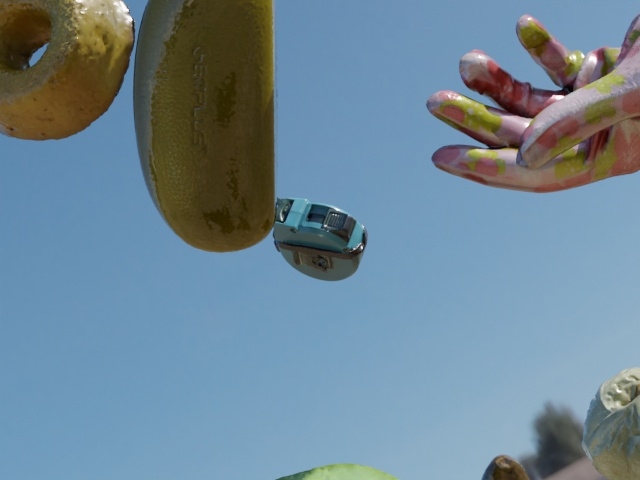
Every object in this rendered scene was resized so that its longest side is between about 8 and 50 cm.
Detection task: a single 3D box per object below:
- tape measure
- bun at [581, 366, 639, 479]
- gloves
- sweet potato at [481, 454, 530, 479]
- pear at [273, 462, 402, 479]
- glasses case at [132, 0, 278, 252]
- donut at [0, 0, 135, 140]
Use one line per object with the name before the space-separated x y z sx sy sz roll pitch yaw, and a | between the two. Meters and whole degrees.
tape measure | 0.000 0.000 2.191 0.125 0.146 0.081 78 -152 -52
bun | 0.527 0.288 2.471 0.220 0.220 0.134 -31 -50 6
gloves | 0.200 -0.101 1.132 0.241 0.145 0.126 -31 -47 11
sweet potato | 0.224 0.323 1.582 0.097 0.097 0.292 -28 -42 -5
pear | 0.008 0.320 1.356 0.292 0.159 0.292 -14 26 7
glasses case | -0.139 -0.170 1.849 0.173 0.371 0.141 0 6 1
donut | -0.410 -0.276 2.198 0.277 0.277 0.108 -34 -32 17
